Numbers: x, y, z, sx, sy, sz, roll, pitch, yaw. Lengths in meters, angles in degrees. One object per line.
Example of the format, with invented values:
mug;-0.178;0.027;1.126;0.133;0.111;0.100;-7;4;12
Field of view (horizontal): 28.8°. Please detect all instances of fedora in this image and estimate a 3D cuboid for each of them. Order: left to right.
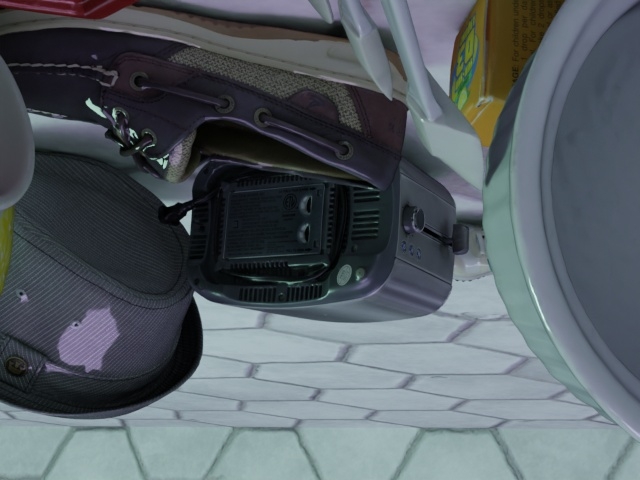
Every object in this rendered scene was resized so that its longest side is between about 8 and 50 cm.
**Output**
fedora;-0.208;0.014;1.002;0.275;0.244;0.124;34;126;3

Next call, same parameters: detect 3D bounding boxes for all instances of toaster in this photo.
toaster;0.000;0.000;0.980;0.227;0.129;0.146;-5;165;33

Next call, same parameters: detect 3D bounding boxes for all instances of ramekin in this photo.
ramekin;0.211;-0.020;0.598;0.277;0.277;0.135;5;175;-6

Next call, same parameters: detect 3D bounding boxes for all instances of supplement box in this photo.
supplement box;0.195;-0.086;0.717;0.233;0.080;0.078;4;164;-9

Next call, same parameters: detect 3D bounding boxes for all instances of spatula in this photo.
spatula;0.012;-0.119;0.544;0.019;0.168;0.242;-33;158;-1

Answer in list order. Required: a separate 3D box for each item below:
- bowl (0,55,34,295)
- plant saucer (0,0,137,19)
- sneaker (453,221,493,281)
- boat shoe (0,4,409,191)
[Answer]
bowl;-0.246;-0.045;0.648;0.156;0.290;0.289;-21;157;19
plant saucer;-0.171;-0.134;0.509;0.258;0.048;0.259;5;-177;-20
sneaker;0.169;0.003;1.111;0.161;0.057;0.075;12;146;-24
boat shoe;-0.085;-0.082;0.763;0.285;0.092;0.103;5;166;-4
